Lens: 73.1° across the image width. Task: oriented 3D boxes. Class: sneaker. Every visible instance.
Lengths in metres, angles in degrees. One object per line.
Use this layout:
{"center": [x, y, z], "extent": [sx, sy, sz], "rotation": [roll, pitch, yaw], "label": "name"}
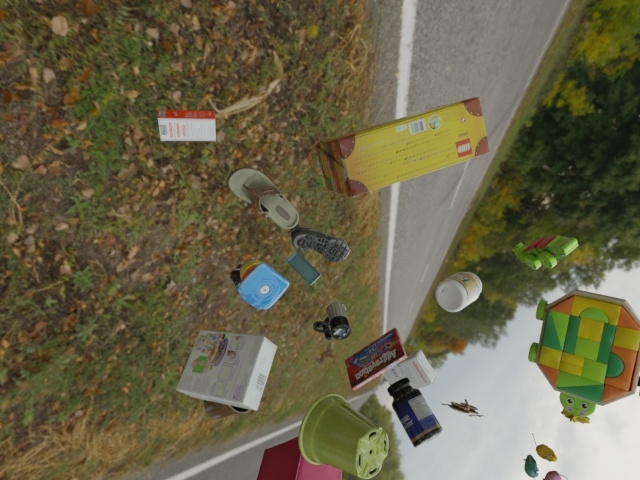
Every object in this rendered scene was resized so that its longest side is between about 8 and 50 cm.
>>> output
{"center": [0.000, 0.000, 1.644], "extent": [0.267, 0.106, 0.101], "rotation": [22, 111, -33], "label": "sneaker"}
{"center": [-0.328, 0.186, 1.997], "extent": [0.121, 0.216, 0.079], "rotation": [-50, 138, -26], "label": "sneaker"}

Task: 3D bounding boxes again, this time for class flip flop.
{"center": [-0.174, -0.130, 1.386], "extent": [0.112, 0.277, 0.080], "rotation": [-46, -155, 2], "label": "flip flop"}

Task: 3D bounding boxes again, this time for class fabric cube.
{"center": [-0.097, 1.026, 1.809], "extent": [0.259, 0.258, 0.254], "rotation": [-33, -158, 27], "label": "fabric cube"}

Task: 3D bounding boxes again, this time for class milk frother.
{"center": [0.039, 0.319, 1.747], "extent": [0.129, 0.135, 0.143], "rotation": [-32, 123, 11], "label": "milk frother"}

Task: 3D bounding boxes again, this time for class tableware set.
{"center": [0.589, 0.677, 1.763], "extent": [0.194, 0.128, 0.039], "rotation": [28, 77, -48], "label": "tableware set"}

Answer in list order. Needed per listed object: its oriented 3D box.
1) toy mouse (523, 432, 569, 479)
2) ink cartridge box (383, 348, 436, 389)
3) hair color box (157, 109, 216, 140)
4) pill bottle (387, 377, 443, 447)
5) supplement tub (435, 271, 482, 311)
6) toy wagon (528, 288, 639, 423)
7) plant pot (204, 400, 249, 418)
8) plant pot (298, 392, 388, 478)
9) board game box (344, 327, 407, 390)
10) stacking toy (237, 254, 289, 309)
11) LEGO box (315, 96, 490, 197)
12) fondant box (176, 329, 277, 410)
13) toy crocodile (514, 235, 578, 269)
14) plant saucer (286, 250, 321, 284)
{"center": [0.644, 0.676, 1.266], "extent": [0.143, 0.031, 0.161], "rotation": [-70, -157, 7], "label": "toy mouse"}
{"center": [0.431, 0.647, 2.107], "extent": [0.212, 0.154, 0.093], "rotation": [-34, 176, 34], "label": "ink cartridge box"}
{"center": [-0.346, -0.299, 1.125], "extent": [0.141, 0.043, 0.072], "rotation": [-3, 138, -16], "label": "hair color box"}
{"center": [0.338, 0.623, 1.577], "extent": [0.122, 0.219, 0.123], "rotation": [-21, 147, -15], "label": "pill bottle"}
{"center": [0.614, 0.221, 1.906], "extent": [0.199, 0.144, 0.144], "rotation": [-15, 140, -46], "label": "supplement tub"}
{"center": [0.672, 0.305, 1.086], "extent": [0.068, 0.267, 0.345], "rotation": [-1, 101, -52], "label": "toy wagon"}
{"center": [-0.395, 0.673, 1.835], "extent": [0.165, 0.167, 0.167], "rotation": [-34, 173, 28], "label": "plant pot"}
{"center": [0.103, 0.748, 1.617], "extent": [0.276, 0.253, 0.276], "rotation": [-4, 95, -42], "label": "plant pot"}
{"center": [0.229, 0.502, 1.828], "extent": [0.281, 0.145, 0.027], "rotation": [-39, 127, 19], "label": "board game box"}
{"center": [-0.274, 0.134, 1.788], "extent": [0.166, 0.302, 0.175], "rotation": [-47, 124, 1], "label": "stacking toy"}
{"center": [0.269, -0.331, 1.547], "extent": [0.499, 0.193, 0.372], "rotation": [-18, -167, -7], "label": "LEGO box"}
{"center": [-0.346, 0.470, 1.594], "extent": [0.096, 0.330, 0.239], "rotation": [51, 46, -46], "label": "fondant box"}
{"center": [0.843, 0.034, 1.624], "extent": [0.115, 0.105, 0.340], "rotation": [-39, 173, -1], "label": "toy crocodile"}
{"center": [-0.073, 0.118, 1.845], "extent": [0.067, 0.192, 0.018], "rotation": [-43, 141, -6], "label": "plant saucer"}
